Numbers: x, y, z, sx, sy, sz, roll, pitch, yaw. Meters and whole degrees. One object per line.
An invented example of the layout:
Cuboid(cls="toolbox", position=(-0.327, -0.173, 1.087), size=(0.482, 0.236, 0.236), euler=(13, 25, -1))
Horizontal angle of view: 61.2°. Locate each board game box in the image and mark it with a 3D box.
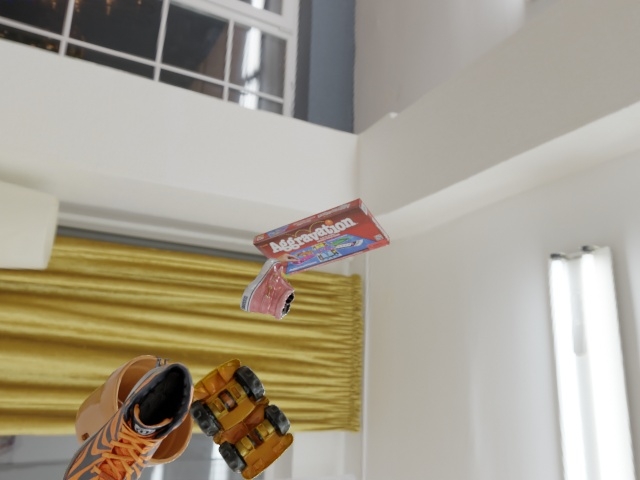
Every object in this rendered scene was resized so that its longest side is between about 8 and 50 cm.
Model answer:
Cuboid(cls="board game box", position=(0.000, 0.000, 1.239), size=(0.281, 0.145, 0.027), euler=(-19, -137, 27))

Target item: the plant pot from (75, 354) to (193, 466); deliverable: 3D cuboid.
Cuboid(cls="plant pot", position=(-0.522, 0.486, 1.488), size=(0.204, 0.291, 0.290), euler=(-25, -126, 21))

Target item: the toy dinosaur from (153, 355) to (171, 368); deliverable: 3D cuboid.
Cuboid(cls="toy dinosaur", position=(-0.408, 0.348, 1.401), size=(0.090, 0.047, 0.082), euler=(174, -77, -67))

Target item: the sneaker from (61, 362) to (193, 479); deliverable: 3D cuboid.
Cuboid(cls="sneaker", position=(-0.326, 0.337, 0.902), size=(0.321, 0.125, 0.180), euler=(-62, -171, -28))

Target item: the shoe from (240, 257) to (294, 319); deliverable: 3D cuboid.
Cuboid(cls="shoe", position=(-0.085, 0.093, 1.038), size=(0.178, 0.081, 0.063), euler=(-57, 163, -66))

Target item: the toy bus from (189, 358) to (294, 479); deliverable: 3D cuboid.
Cuboid(cls="toy bus", position=(-0.178, 0.390, 1.167), size=(0.220, 0.149, 0.211), euler=(50, -24, 11))
